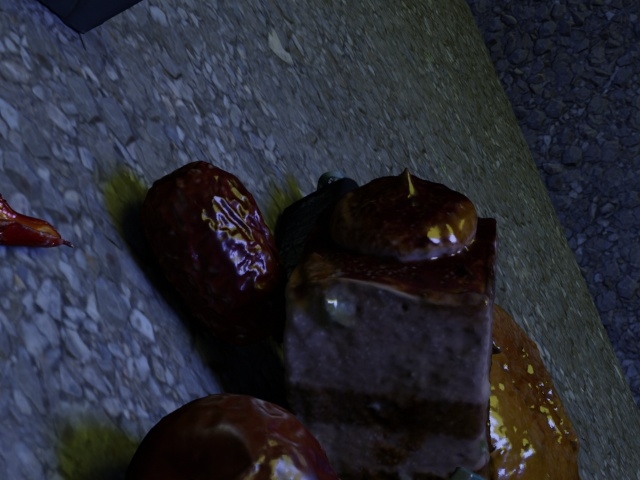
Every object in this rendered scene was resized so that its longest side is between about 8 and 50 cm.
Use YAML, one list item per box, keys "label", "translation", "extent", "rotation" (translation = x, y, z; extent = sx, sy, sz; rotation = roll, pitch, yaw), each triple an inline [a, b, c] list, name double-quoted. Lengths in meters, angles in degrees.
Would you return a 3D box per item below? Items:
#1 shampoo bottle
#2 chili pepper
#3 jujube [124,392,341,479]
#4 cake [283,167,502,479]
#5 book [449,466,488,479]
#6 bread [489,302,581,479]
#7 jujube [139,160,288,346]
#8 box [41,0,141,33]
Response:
- label: "shampoo bottle"
  translation: [0.001, 0.000, 1.507]
  extent: [0.071, 0.098, 0.309]
  rotation: [55, 20, -21]
- label: "chili pepper"
  translation: [-0.242, -0.018, 1.007]
  extent: [0.178, 0.027, 0.045]
  rotation: [24, 45, -61]
- label: "jujube"
  translation: [-0.052, 0.209, 1.012]
  extent: [0.236, 0.168, 0.168]
  rotation: [59, 11, -61]
- label: "cake"
  translation: [0.075, 0.083, 1.258]
  extent: [0.198, 0.196, 0.293]
  rotation: [-67, 162, -62]
- label: "book"
  translation: [0.135, 0.328, 1.261]
  extent: [0.025, 0.215, 0.283]
  rotation: [30, -5, 36]
- label: "bread"
  translation: [0.190, 0.216, 1.596]
  extent: [0.312, 0.172, 0.312]
  rotation: [46, 28, -34]
- label: "jujube"
  translation: [-0.090, 0.013, 1.238]
  extent: [0.112, 0.109, 0.176]
  rotation: [-41, 107, -36]
- label: "box"
  translation: [-0.226, -0.314, 1.236]
  extent: [0.274, 0.178, 0.138]
  rotation: [35, 31, -52]
